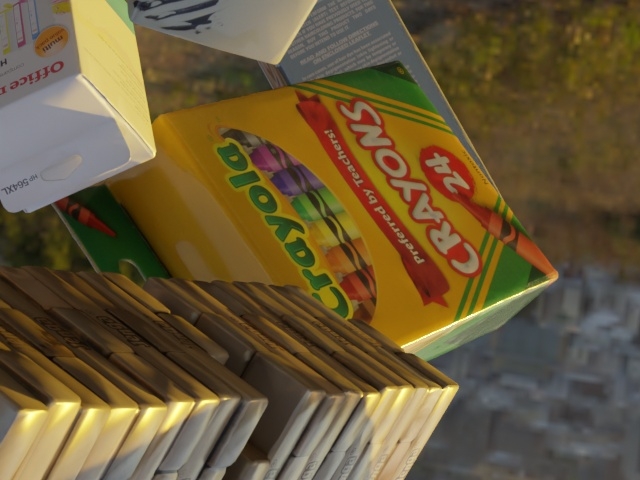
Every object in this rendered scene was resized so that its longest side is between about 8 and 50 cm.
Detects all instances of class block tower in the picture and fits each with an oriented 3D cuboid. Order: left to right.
[{"bbox_3d":[-0.064,0.072,0.629,0.091,0.097,0.335,33,-171,24],"label":"block tower"}]

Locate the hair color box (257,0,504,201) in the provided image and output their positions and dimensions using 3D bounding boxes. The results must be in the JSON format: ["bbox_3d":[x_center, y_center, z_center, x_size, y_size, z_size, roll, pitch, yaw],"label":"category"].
[{"bbox_3d":[0.015,-0.154,1.462,0.113,0.374,0.185,-28,174,-4],"label":"hair color box"}]

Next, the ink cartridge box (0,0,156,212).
[{"bbox_3d":[-0.163,-0.095,0.987,0.092,0.143,0.090,-24,142,12],"label":"ink cartridge box"}]

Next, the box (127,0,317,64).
[{"bbox_3d":[-0.008,-0.228,0.847,0.094,0.113,0.275,14,132,-24],"label":"box"}]

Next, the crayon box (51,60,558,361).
[{"bbox_3d":[0.000,0.000,1.099,0.318,0.202,0.081,-21,161,-50],"label":"crayon box"}]
